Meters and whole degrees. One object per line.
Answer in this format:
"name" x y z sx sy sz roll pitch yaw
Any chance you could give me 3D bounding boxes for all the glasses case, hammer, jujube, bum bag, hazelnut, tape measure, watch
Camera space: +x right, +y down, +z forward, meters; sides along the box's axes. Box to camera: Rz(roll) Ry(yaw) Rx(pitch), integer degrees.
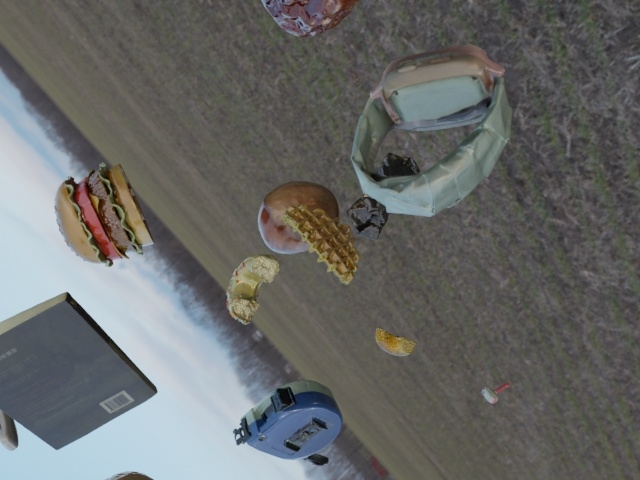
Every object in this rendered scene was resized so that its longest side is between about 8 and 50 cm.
"glasses case" -0.868 0.512 1.708 0.164 0.041 0.063 42 159 46
"hammer" 0.513 0.435 1.799 0.052 0.083 0.031 54 167 38
"jujube" -0.016 -0.433 1.023 0.174 0.174 0.250 51 169 -16
"bum bag" 0.157 -0.118 1.557 0.102 0.248 0.069 35 163 -4
"hazelnut" -0.054 -0.054 1.553 0.214 0.215 0.176 69 180 -64
"tape measure" -0.017 0.466 1.512 0.351 0.215 0.097 36 -163 -40
"watch" 0.174 -0.163 0.995 0.254 0.241 0.162 -6 153 23

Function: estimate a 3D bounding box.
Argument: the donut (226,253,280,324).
"donut" -0.163 0.096 1.402 0.065 0.165 0.108 24 -174 -30

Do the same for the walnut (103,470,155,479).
"walnut" -0.360 0.520 1.119 0.195 0.195 0.222 50 165 -12

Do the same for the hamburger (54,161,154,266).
"hamburger" -0.592 -0.062 1.665 0.274 0.212 0.274 157 90 -78

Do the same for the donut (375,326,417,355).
"donut" 0.157 0.219 1.330 0.067 0.037 0.083 -16 131 40

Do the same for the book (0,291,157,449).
"book" -0.328 0.172 0.782 0.024 0.160 0.228 58 173 46

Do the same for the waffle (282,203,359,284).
"waffle" 0.000 0.000 1.323 0.192 0.160 0.046 25 135 -15
